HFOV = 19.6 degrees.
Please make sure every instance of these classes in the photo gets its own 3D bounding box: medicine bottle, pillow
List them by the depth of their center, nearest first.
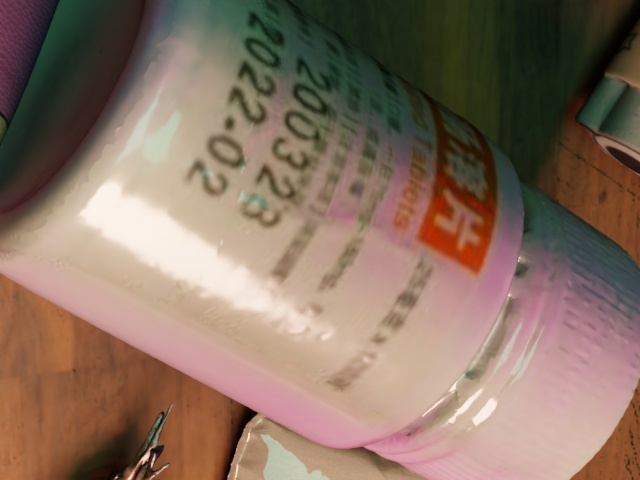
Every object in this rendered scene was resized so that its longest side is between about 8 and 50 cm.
[{"bbox_3d":[0.000,0.000,1.110,0.388,0.219,0.219,31,88,-27],"label":"medicine bottle"},{"bbox_3d":[0.035,0.190,1.274,0.232,0.038,0.131,16,98,-27],"label":"pillow"}]

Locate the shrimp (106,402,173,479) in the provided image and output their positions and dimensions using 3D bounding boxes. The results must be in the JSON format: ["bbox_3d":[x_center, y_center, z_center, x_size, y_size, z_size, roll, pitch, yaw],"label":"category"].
[{"bbox_3d":[-0.147,0.207,1.173,0.090,0.079,0.233,24,88,10],"label":"shrimp"}]

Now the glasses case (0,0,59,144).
[{"bbox_3d":[-0.200,-0.148,1.018,0.123,0.075,0.316,36,68,-53],"label":"glasses case"}]

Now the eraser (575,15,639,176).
[{"bbox_3d":[0.322,-0.156,1.303,0.171,0.087,0.291,35,85,-25],"label":"eraser"}]
